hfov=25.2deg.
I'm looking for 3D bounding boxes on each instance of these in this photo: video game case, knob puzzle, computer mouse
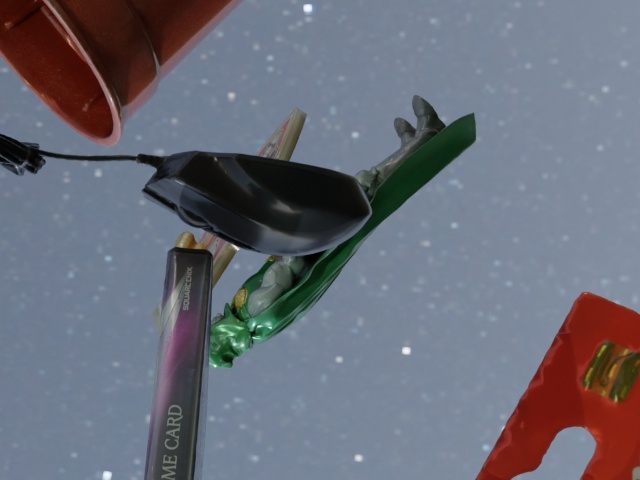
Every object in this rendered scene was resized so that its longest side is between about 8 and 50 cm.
[{"bbox_3d":[-0.072,0.170,0.667,0.196,0.026,0.274,98,175,-54],"label":"video game case"},{"bbox_3d":[-0.073,-0.019,1.054,0.030,0.213,0.213,33,-123,-9],"label":"knob puzzle"},{"bbox_3d":[-0.091,-0.024,0.668,0.242,0.071,0.041,8,-96,-15],"label":"computer mouse"}]

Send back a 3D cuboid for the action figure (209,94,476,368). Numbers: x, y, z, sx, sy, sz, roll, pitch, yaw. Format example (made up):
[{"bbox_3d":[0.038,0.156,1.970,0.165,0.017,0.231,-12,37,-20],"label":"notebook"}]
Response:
[{"bbox_3d":[0.000,0.000,0.967,0.232,0.063,0.137,-46,-3,-19],"label":"action figure"}]

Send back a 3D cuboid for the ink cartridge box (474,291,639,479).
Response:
[{"bbox_3d":[0.252,0.198,0.803,0.308,0.385,0.091,-57,-28,-20],"label":"ink cartridge box"}]

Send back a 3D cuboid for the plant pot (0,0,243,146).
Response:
[{"bbox_3d":[-0.197,-0.283,1.452,0.265,0.272,0.272,-42,-49,-18],"label":"plant pot"}]
